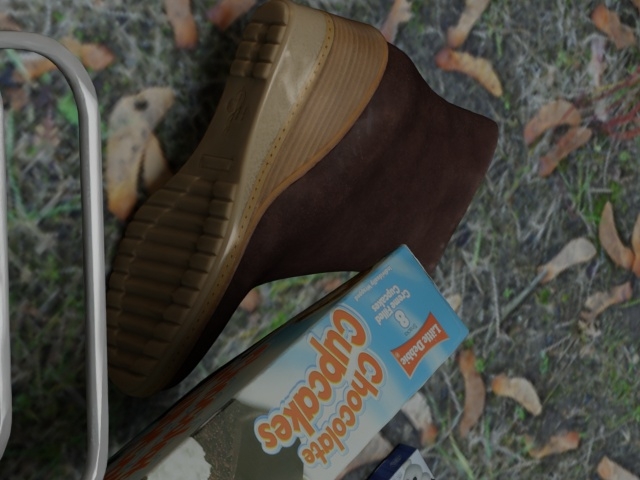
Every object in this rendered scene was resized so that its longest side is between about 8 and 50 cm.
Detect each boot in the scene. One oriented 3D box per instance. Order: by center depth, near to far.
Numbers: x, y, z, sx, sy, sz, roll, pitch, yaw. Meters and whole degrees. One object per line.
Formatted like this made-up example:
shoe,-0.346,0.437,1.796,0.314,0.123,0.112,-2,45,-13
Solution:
boot,0.000,0.000,0.811,0.207,0.090,0.248,27,88,-43

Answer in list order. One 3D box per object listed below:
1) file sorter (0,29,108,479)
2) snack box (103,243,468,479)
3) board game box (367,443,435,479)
file sorter,-0.227,0.009,0.521,0.173,0.278,0.193,-8,102,-41
snack box,-0.082,0.129,0.594,0.060,0.187,0.322,53,43,-2
board game box,0.050,0.200,0.925,0.090,0.020,0.090,-43,120,-24
